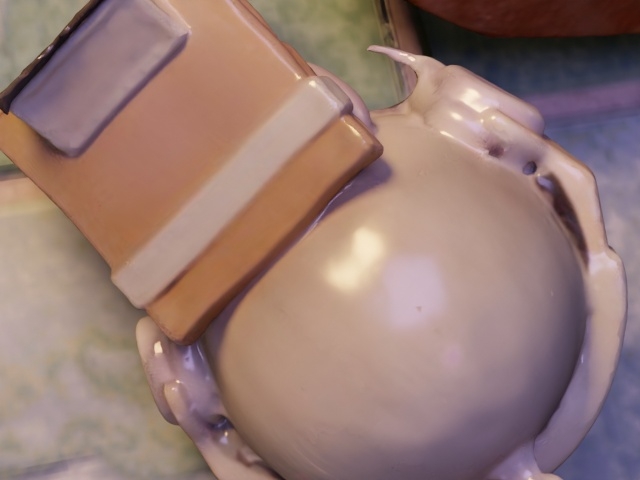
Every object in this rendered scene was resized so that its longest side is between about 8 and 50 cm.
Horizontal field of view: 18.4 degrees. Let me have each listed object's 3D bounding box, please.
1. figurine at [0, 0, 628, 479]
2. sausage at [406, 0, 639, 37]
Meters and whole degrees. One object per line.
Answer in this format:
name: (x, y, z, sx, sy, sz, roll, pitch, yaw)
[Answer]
figurine: (0.000, 0.001, 0.661, 0.237, 0.141, 0.162, 42, 99, -1)
sausage: (0.117, -0.154, 0.705, 0.268, 0.153, 0.141, -7, 60, -17)
